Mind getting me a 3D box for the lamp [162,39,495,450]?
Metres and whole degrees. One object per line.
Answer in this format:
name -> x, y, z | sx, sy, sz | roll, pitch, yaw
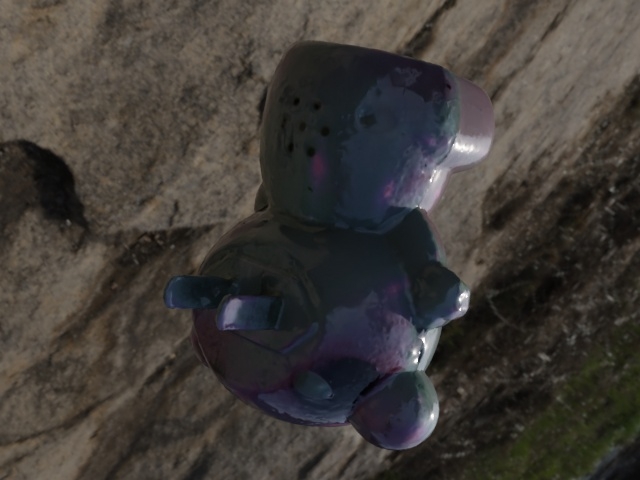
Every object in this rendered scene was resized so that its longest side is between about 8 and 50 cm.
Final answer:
lamp -> 0.000, 0.000, 0.626 | 0.247, 0.247, 0.301 | 6, 99, -55
